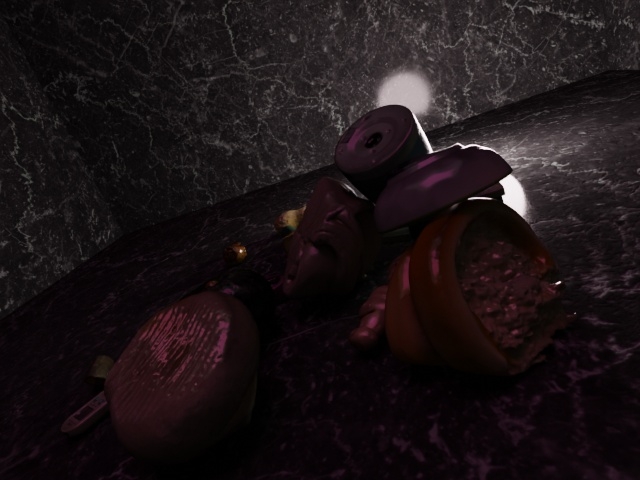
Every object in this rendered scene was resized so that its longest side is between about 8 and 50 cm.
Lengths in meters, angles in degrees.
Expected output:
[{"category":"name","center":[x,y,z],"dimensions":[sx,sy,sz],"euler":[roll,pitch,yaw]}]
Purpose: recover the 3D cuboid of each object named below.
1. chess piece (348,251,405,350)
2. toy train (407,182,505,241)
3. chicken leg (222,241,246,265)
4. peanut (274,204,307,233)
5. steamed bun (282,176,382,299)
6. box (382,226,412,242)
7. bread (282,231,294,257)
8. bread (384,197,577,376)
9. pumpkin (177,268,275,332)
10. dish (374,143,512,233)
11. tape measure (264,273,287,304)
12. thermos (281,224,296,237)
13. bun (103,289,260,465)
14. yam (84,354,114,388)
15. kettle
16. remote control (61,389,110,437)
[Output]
[{"category":"chess piece","center":[0.177,0.153,1.007],"dimensions":[0.139,0.124,0.307],"euler":[28,46,22]},{"category":"toy train","center":[0.377,-0.032,1.139],"dimensions":[0.299,0.202,0.131],"euler":[-19,17,12]},{"category":"chicken leg","center":[-0.393,0.053,1.906],"dimensions":[0.107,0.087,0.251],"euler":[-5,10,-9]},{"category":"peanut","center":[-0.098,-0.111,1.995],"dimensions":[0.263,0.101,0.117],"euler":[-21,39,0]},{"category":"steamed bun","center":[0.056,0.007,1.250],"dimensions":[0.342,0.255,0.368],"euler":[-57,20,36]},{"category":"box","center":[0.288,-0.089,1.495],"dimensions":[0.148,0.129,0.210],"euler":[-7,24,36]},{"category":"bread","center":[-0.003,0.004,1.513],"dimensions":[0.260,0.160,0.147],"euler":[-25,13,6]},{"category":"bread","center":[0.328,0.101,0.868],"dimensions":[0.424,0.329,0.245],"euler":[-39,-15,-41]},{"category":"pumpkin","center":[-0.264,0.206,1.168],"dimensions":[0.300,0.207,0.300],"euler":[-28,7,4]},{"category":"dish","center":[0.253,-0.140,0.949],"dimensions":[0.324,0.124,0.324],"euler":[-26,3,1]},{"category":"tape measure","center":[-0.159,0.161,1.365],"dimensions":[0.125,0.074,0.118],"euler":[-15,21,23]},{"category":"thermos","center":[-0.126,-0.019,1.839],"dimensions":[0.073,0.083,0.187],"euler":[-3,13,-17]},{"category":"bun","center":[-0.259,0.287,0.875],"dimensions":[0.365,0.219,0.365],"euler":[-23,41,21]},{"category":"yam","center":[-0.668,0.403,1.255],"dimensions":[0.069,0.070,0.146],"euler":[-24,20,-10]},{"category":"kettle","center":[0.213,-0.208,1.270],"dimensions":[0.247,0.342,0.319],"euler":[-54,41,-7]},{"category":"remote control","center":[-0.575,0.434,1.109],"dimensions":[0.078,0.042,0.221],"euler":[-2,27,41]}]
